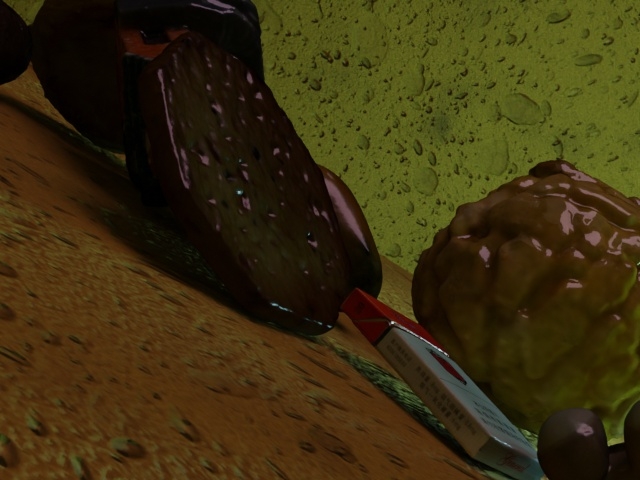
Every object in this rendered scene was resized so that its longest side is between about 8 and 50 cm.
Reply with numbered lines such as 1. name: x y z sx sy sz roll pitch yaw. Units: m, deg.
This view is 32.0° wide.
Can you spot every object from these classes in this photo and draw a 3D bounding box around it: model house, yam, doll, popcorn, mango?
1. model house: -0.144 -0.141 1.348 0.190 0.271 0.301 -4 28 -11
2. yam: -0.431 -0.253 1.376 0.131 0.131 0.279 32 4 -8
3. doll: 0.351 0.245 1.062 0.330 0.235 0.174 17 57 -46
4. popcorn: 0.328 0.092 1.505 0.390 0.344 0.354 5 42 -56
5. mango: -0.003 0.002 1.426 0.120 0.151 0.221 -15 67 -36

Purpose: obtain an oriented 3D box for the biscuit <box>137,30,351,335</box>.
1. biscuit: -0.074 -0.060 1.194 0.359 0.046 0.359 48 27 -35

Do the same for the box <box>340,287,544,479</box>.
1. box: 0.128 0.151 1.169 0.139 0.035 0.245 32 12 -46

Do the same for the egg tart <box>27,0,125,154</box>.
1. egg tart: -0.255 -0.258 1.564 0.319 0.319 0.128 31 46 -19
